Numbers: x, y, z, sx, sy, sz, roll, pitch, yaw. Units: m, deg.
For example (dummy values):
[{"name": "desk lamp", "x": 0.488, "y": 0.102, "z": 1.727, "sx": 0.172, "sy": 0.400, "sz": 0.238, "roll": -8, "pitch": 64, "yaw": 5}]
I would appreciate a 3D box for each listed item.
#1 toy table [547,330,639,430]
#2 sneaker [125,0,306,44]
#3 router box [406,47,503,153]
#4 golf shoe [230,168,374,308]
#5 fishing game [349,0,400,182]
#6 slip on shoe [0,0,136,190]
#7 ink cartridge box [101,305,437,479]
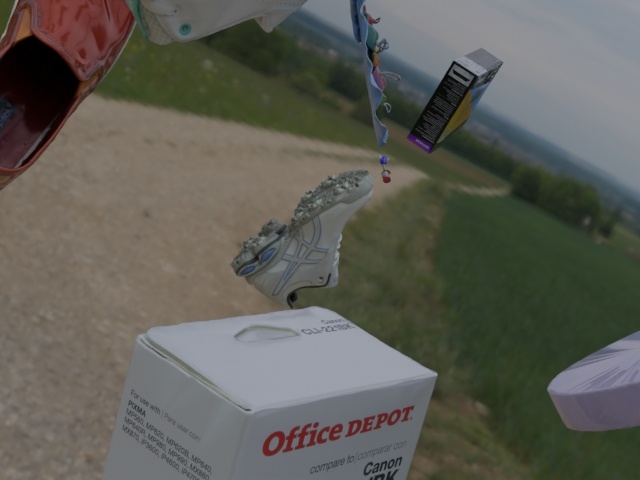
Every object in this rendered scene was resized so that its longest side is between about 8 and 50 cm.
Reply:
[{"name": "toy table", "x": 0.275, "y": 0.122, "z": 0.765, "sx": 0.161, "sy": 0.252, "sz": 0.274, "roll": 65, "pitch": -24, "yaw": 1}, {"name": "sneaker", "x": -0.067, "y": -0.130, "z": 0.553, "sx": 0.212, "sy": 0.094, "sz": 0.080, "roll": 3, "pitch": 42, "yaw": -50}, {"name": "router box", "x": 0.197, "y": -0.205, "z": 1.822, "sx": 0.046, "sy": 0.133, "sz": 0.179, "roll": 35, "pitch": 23, "yaw": 8}, {"name": "golf shoe", "x": 0.000, "y": 0.000, "z": 1.195, "sx": 0.086, "sy": 0.176, "sz": 0.069, "roll": 47, "pitch": 35, "yaw": -10}, {"name": "fishing game", "x": 0.062, "y": -0.193, "z": 1.361, "sx": 0.041, "sy": 0.264, "sz": 0.189, "roll": -9, "pitch": 4, "yaw": 2}, {"name": "slip on shoe", "x": -0.254, "y": -0.179, "z": 1.202, "sx": 0.123, "sy": 0.331, "sz": 0.101, "roll": 43, "pitch": -27, "yaw": -27}, {"name": "ink cartridge box", "x": -0.050, "y": 0.197, "z": 0.860, "sx": 0.114, "sy": 0.273, "sz": 0.197, "roll": 26, "pitch": 19, "yaw": 37}]
